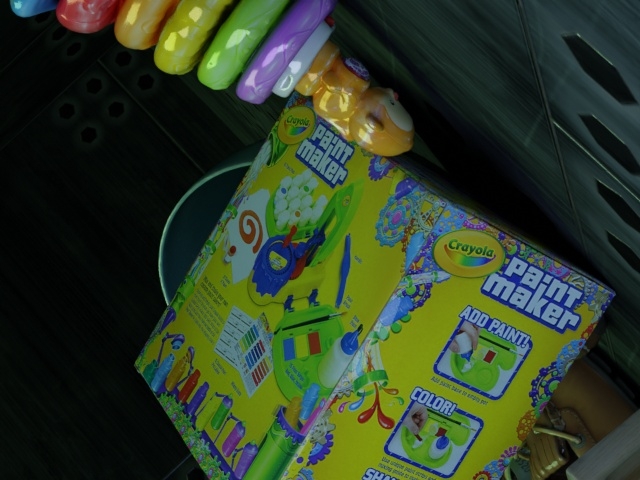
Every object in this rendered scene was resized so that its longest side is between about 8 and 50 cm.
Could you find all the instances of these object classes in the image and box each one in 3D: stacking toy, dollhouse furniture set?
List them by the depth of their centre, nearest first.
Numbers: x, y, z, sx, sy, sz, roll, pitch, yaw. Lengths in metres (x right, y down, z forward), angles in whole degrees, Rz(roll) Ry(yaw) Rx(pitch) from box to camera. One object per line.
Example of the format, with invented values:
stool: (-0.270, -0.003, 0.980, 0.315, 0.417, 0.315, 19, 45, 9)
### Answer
stacking toy: (-0.053, -0.159, 1.134, 0.302, 0.166, 0.175, 36, -166, -2)
dollhouse furniture set: (0.302, 0.219, 1.266, 0.123, 0.144, 0.151, 38, 158, 45)

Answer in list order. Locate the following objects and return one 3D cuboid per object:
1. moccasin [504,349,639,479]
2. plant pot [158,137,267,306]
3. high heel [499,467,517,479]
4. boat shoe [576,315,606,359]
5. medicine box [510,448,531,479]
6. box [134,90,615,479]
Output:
moccasin: (0.245, 0.195, 1.508, 0.380, 0.147, 0.139, 46, 180, 22)
plant pot: (0.000, 0.000, 1.651, 0.290, 0.290, 0.195, 47, -148, -14)
high heel: (0.146, 0.212, 1.587, 0.261, 0.093, 0.186, 25, 157, -30)
boat shoe: (0.115, 0.088, 1.395, 0.122, 0.120, 0.324, 38, 159, -25)
medicine box: (0.176, 0.140, 1.858, 0.263, 0.149, 0.289, 49, 178, -40)
box: (0.028, 0.071, 1.249, 0.177, 0.279, 0.290, 26, -171, -29)
